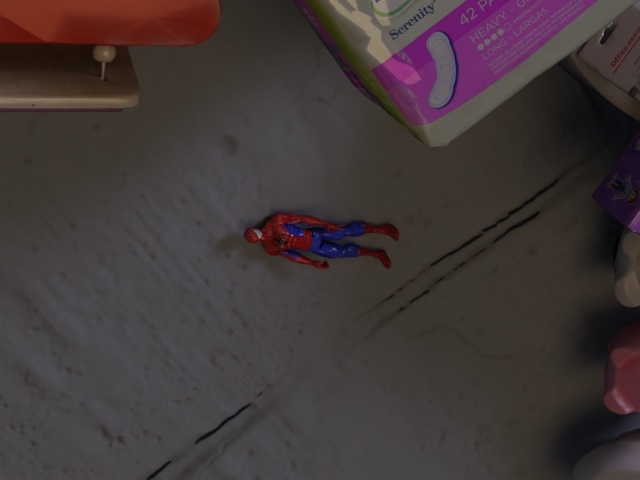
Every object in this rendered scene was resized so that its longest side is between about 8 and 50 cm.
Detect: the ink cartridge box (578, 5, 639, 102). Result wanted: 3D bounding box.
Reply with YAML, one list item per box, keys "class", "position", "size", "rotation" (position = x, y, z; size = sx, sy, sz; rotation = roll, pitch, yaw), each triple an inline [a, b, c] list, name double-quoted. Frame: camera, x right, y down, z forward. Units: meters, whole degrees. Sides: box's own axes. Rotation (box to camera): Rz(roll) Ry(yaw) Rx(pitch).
- class: "ink cartridge box"
  position: [0.210, -0.109, 0.808]
  size: [0.048, 0.083, 0.028]
  rotation: [-55, 155, 12]

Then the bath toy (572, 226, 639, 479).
- class: "bath toy"
  position: [0.298, 0.081, 1.031]
  size: [0.151, 0.129, 0.348]
  rotation: [16, 114, 20]

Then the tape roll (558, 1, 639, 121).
- class: "tape roll"
  position: [0.295, -0.254, 0.840]
  size: [0.392, 0.072, 0.392]
  rotation: [-9, 119, -16]

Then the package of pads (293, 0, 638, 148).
- class: "package of pads"
  position: [0.056, -0.219, 0.681]
  size: [0.229, 0.101, 0.296]
  rotation: [-36, 119, 4]

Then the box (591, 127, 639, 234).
- class: "box"
  position: [0.345, -0.095, 0.859]
  size: [0.201, 0.057, 0.293]
  rotation: [28, 104, -26]

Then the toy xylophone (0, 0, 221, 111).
- class: "toy xylophone"
  position: [-0.179, -0.224, 0.707]
  size: [0.236, 0.081, 0.323]
  rotation: [-9, 118, -16]

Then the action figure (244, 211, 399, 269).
- class: "action figure"
  position: [0.000, 0.000, 0.925]
  size: [0.115, 0.030, 0.038]
  rotation: [5, 119, -21]
